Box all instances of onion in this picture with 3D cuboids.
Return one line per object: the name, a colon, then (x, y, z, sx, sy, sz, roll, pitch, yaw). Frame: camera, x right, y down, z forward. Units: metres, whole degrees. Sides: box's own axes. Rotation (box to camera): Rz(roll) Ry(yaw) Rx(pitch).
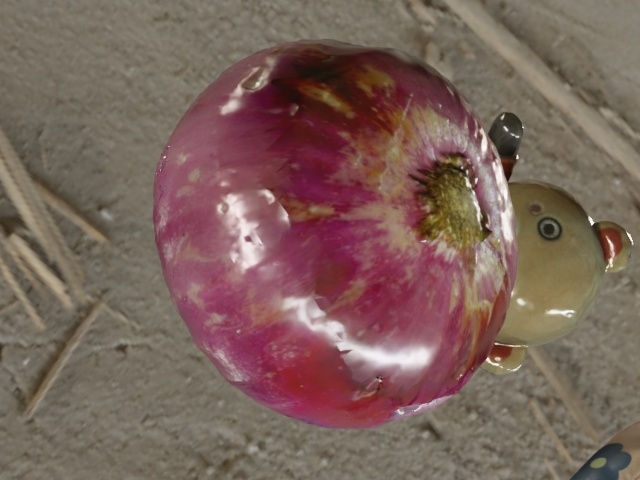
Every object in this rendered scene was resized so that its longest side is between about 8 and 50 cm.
onion: (0.007, -0.003, 0.484, 0.177, 0.153, 0.177, -18, 90, -72)

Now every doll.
doll: (0.179, -0.015, 1.243, 0.330, 0.235, 0.174, 48, 3, 26)

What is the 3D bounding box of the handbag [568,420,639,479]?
handbag: (0.233, 0.287, 0.817, 0.193, 0.251, 0.190, -29, 55, -18)
